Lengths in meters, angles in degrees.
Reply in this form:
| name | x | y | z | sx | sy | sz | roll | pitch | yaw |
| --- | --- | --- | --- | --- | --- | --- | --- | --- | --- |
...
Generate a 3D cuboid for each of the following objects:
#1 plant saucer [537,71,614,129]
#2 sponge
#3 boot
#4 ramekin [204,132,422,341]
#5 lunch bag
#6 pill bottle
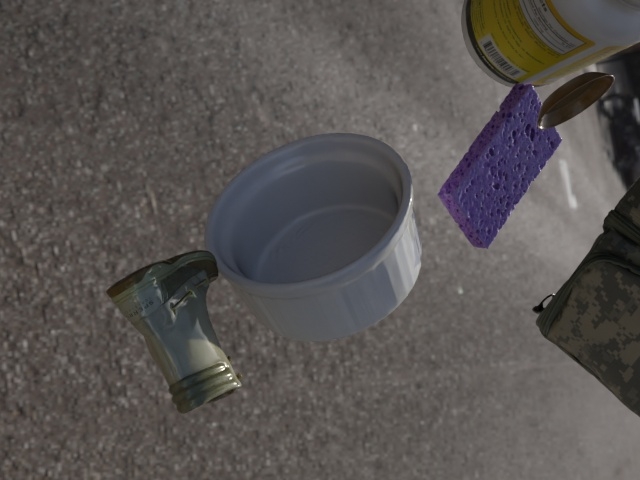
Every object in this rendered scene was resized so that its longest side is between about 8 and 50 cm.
| name | x | y | z | sx | sy | sz | roll | pitch | yaw |
| --- | --- | --- | --- | --- | --- | --- | --- | --- | --- |
| plant saucer | 0.238 | -0.136 | 0.912 | 0.015 | 0.083 | 0.083 | 60 | 16 | 16 |
| sponge | 0.249 | -0.102 | 1.318 | 0.210 | 0.031 | 0.117 | -53 | 129 | -19 |
| boot | -0.141 | 0.100 | 1.071 | 0.165 | 0.077 | 0.213 | 60 | 15 | 2 |
| ramekin | 0.000 | 0.000 | 1.257 | 0.277 | 0.277 | 0.135 | -79 | 155 | -43 |
| lunch bag | 0.420 | 0.093 | 1.056 | 0.305 | 0.256 | 0.212 | 42 | 15 | 23 |
| pill bottle | 0.329 | -0.319 | 1.218 | 0.334 | 0.187 | 0.188 | 163 | -81 | -71 |
